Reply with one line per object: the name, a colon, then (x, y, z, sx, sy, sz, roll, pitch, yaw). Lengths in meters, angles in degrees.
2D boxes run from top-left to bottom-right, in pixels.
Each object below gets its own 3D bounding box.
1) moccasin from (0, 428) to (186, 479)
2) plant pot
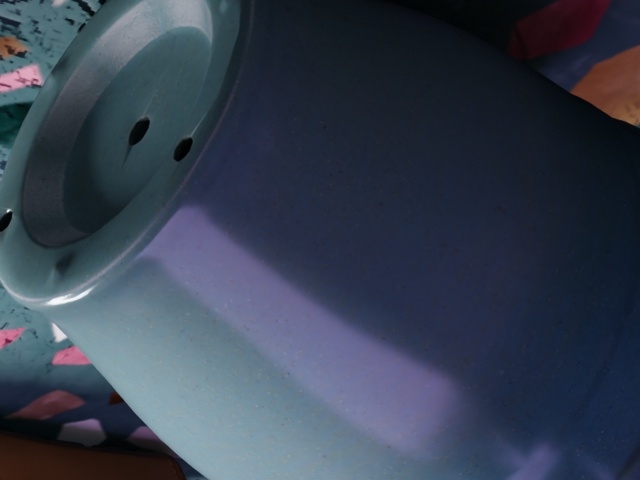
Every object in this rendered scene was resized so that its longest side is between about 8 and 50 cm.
moccasin: (-0.253, 0.209, 1.099, 0.380, 0.147, 0.139, 18, 138, -42)
plant pot: (0.000, 0.000, 0.757, 0.272, 0.271, 0.255, -34, 130, 31)
